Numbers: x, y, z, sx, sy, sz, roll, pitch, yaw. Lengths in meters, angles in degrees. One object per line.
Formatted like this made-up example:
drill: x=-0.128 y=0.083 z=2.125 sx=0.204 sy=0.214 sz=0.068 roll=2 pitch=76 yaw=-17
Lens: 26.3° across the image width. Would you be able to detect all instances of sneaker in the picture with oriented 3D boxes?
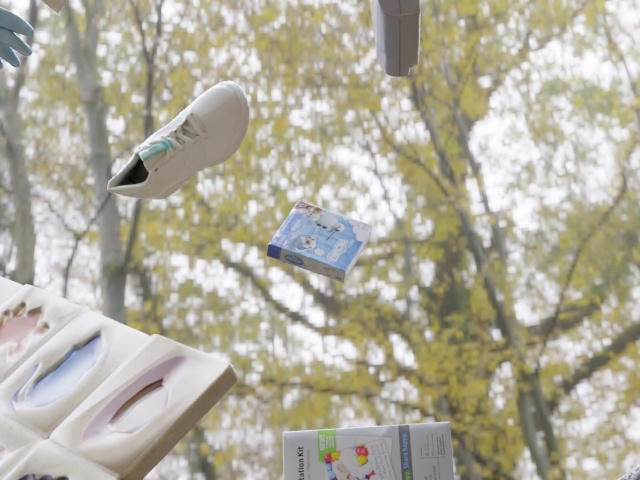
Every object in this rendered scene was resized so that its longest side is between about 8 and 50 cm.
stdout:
sneaker: x=-0.172 y=-0.111 z=1.639 sx=0.212 sy=0.080 sz=0.094 roll=-40 pitch=-17 yaw=32

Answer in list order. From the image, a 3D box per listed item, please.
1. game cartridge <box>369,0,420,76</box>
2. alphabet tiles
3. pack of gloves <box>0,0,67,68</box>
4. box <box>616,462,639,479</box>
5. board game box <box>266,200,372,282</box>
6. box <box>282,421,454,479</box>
game cartridge: x=0.078 y=-0.366 z=1.628 sx=0.060 sy=0.294 sz=0.196 roll=-5 pitch=-19 yaw=-3
alphabet tiles: x=-0.190 y=0.124 z=0.524 sx=0.342 sy=0.285 sz=0.011 roll=13 pitch=-38 yaw=52
pack of gloves: x=-0.398 y=-0.303 z=1.519 sx=0.232 sy=0.046 sz=0.195 roll=36 pitch=-54 yaw=-6
box: x=0.098 y=0.181 z=0.440 sx=0.242 sy=0.076 sz=0.307 roll=-37 pitch=-34 yaw=3
board game box: x=0.000 y=0.000 z=1.487 sx=0.090 sy=0.090 sz=0.020 roll=20 pitch=-50 yaw=10
box: x=0.054 y=0.275 z=1.489 sx=0.186 sy=0.145 sz=0.038 roll=-4 pitch=-29 yaw=3
